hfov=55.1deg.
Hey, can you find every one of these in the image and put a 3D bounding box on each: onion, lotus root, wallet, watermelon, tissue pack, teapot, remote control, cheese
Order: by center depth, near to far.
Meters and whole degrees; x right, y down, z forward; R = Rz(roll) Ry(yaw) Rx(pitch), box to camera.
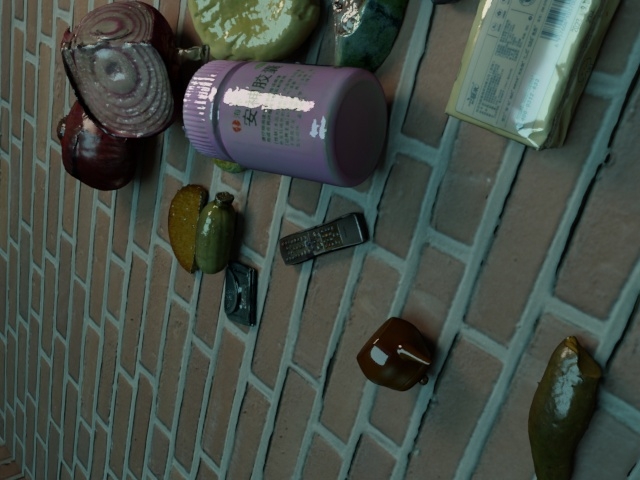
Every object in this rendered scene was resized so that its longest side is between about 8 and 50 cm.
[{"bbox_3d":[0.252,-0.224,0.746,0.148,0.092,0.196,33,119,36],"label":"tissue pack"},{"bbox_3d":[0.048,-0.341,0.948,0.139,0.071,0.187,52,130,30],"label":"watermelon"},{"bbox_3d":[0.123,0.187,0.958,0.116,0.116,0.173,66,161,13],"label":"teapot"},{"bbox_3d":[-0.109,-0.402,1.026,0.226,0.117,0.213,-13,101,23],"label":"cheese"},{"bbox_3d":[0.000,0.000,1.089,0.212,0.028,0.059,-17,89,46],"label":"remote control"},{"bbox_3d":[-0.214,-0.018,1.252,0.090,0.077,0.182,-91,13,-62],"label":"lotus root"},{"bbox_3d":[-0.384,-0.354,1.272,0.230,0.273,0.256,-95,22,-57],"label":"onion"},{"bbox_3d":[-0.171,0.111,1.281,0.088,0.026,0.129,15,108,42],"label":"wallet"},{"bbox_3d":[-0.521,-0.239,1.449,0.246,0.190,0.246,-13,74,57],"label":"onion"}]

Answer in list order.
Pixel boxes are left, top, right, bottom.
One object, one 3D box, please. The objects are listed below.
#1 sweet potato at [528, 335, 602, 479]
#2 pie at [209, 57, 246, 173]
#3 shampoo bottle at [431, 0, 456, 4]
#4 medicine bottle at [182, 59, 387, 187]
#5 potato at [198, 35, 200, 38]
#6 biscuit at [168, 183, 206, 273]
[{"bbox_3d":[0.308,0.245,0.796,0.077,0.077,0.243,22,112,41],"label":"sweet potato"},{"bbox_3d":[-0.173,-0.247,1.194,0.241,0.054,0.240,11,105,45],"label":"pie"},{"bbox_3d":[0.158,-0.442,0.826,0.087,0.049,0.233,-2,97,47],"label":"shampoo bottle"},{"bbox_3d":[-0.058,-0.192,0.971,0.291,0.178,0.178,16,109,32],"label":"medicine bottle"},{"bbox_3d":[-0.182,-0.454,1.142,0.105,0.085,0.188,53,125,17],"label":"potato"},{"bbox_3d":[-0.302,-0.037,1.384,0.126,0.025,0.206,28,116,38],"label":"biscuit"}]
